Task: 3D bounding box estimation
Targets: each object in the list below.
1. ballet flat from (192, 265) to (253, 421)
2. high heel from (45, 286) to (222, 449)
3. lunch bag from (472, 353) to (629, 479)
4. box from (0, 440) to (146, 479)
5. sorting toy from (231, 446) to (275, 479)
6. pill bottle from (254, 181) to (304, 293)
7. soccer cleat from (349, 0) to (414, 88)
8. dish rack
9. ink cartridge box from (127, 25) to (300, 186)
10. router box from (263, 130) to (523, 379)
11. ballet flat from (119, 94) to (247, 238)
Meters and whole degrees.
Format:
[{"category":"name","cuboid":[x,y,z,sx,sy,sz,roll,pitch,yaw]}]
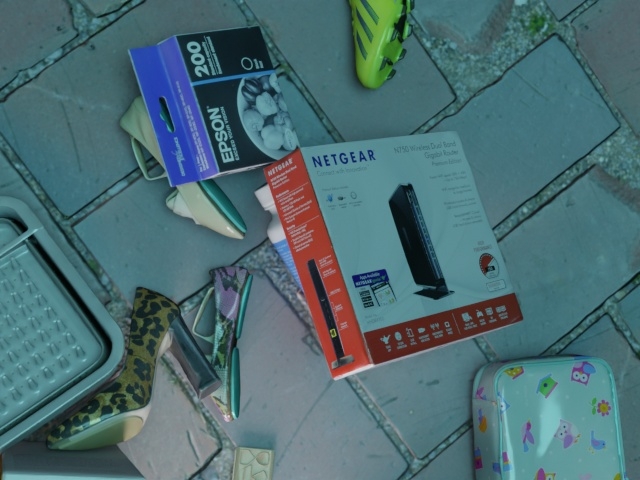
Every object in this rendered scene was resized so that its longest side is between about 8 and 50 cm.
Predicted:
[{"category":"ballet flat","cuboid":[-0.145,0.145,1.794,0.079,0.077,0.222,4,81,4]},{"category":"high heel","cuboid":[-0.286,0.173,1.709,0.261,0.093,0.186,-23,65,-32]},{"category":"lunch bag","cuboid":[0.348,0.312,1.892,0.224,0.108,0.279,-4,90,-18]},{"category":"box","cuboid":[-0.329,0.378,1.587,0.168,0.345,0.215,5,86,-14]},{"category":"sorting toy","cuboid":[-0.099,0.342,1.821,0.062,0.012,0.083,8,82,-19]},{"category":"pill bottle","cuboid":[0.000,0.000,1.804,0.124,0.124,0.222,-34,97,-14]},{"category":"soccer cleat","cuboid":[0.077,-0.369,1.873,0.121,0.093,0.289,8,90,16]},{"category":"dish rack","cuboid":[-0.437,0.124,1.645,0.285,0.072,0.333,-34,62,-16]},{"category":"ink cartridge box","cuboid":[-0.145,-0.193,1.768,0.208,0.045,0.206,-16,85,-36]},{"category":"router box","cuboid":[0.107,0.010,1.750,0.335,0.082,0.301,-11,80,-45]},{"category":"ballet flat","cuboid":[-0.201,-0.091,1.787,0.086,0.086,0.248,-35,95,-13]}]
